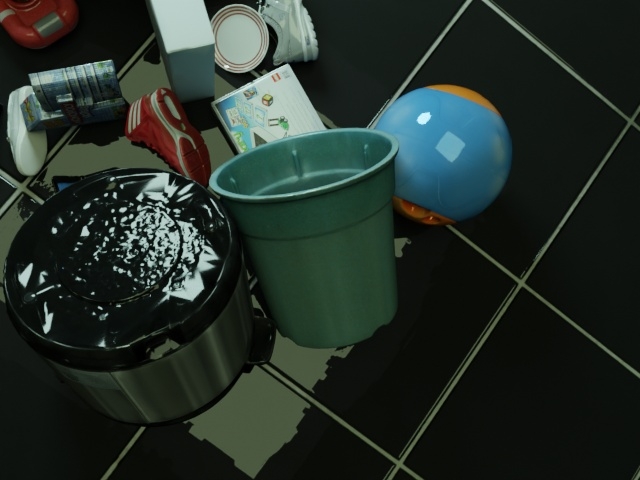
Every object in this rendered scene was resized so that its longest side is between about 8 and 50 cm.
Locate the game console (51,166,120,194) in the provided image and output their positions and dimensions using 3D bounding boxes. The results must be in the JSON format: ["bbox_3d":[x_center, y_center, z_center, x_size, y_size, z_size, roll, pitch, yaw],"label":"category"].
[{"bbox_3d":[-0.453,-0.074,1.159,0.124,0.085,0.143,-18,89,-10],"label":"game console"}]

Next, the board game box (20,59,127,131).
[{"bbox_3d":[-0.484,-0.270,1.105,0.194,0.194,0.060,-17,90,-15],"label":"board game box"}]

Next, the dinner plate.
[{"bbox_3d":[-0.178,-0.438,1.242,0.141,0.017,0.141,3,104,13],"label":"dinner plate"}]

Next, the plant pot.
[{"bbox_3d":[0.000,0.000,1.082,0.342,0.341,0.333,-16,115,-10],"label":"plant pot"}]

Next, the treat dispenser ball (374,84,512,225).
[{"bbox_3d":[0.243,-0.173,1.175,0.289,0.288,0.287,1,86,-9],"label":"treat dispenser ball"}]

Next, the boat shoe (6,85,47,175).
[{"bbox_3d":[-0.607,-0.221,1.161,0.063,0.066,0.184,-3,92,24],"label":"boat shoe"}]

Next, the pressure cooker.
[{"bbox_3d":[-0.307,0.127,1.015,0.376,0.420,0.370,-34,61,-21],"label":"pressure cooker"}]

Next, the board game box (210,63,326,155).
[{"bbox_3d":[-0.079,-0.205,1.244,0.193,0.053,0.305,-30,91,-9],"label":"board game box"}]

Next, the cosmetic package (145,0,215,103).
[{"bbox_3d":[-0.299,-0.495,1.114,0.098,0.284,0.376,-16,89,-10],"label":"cosmetic package"}]

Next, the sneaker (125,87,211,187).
[{"bbox_3d":[-0.324,-0.204,1.205,0.128,0.087,0.221,-8,113,30],"label":"sneaker"}]

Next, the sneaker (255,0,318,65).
[{"bbox_3d":[-0.097,-0.517,1.239,0.116,0.105,0.281,-19,87,-4],"label":"sneaker"}]

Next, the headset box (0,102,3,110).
[{"bbox_3d":[-0.795,-0.210,1.091,0.283,0.131,0.246,20,84,-8],"label":"headset box"}]

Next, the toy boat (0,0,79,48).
[{"bbox_3d":[-0.602,-0.509,1.133,0.151,0.151,0.231,-38,93,-10],"label":"toy boat"}]
